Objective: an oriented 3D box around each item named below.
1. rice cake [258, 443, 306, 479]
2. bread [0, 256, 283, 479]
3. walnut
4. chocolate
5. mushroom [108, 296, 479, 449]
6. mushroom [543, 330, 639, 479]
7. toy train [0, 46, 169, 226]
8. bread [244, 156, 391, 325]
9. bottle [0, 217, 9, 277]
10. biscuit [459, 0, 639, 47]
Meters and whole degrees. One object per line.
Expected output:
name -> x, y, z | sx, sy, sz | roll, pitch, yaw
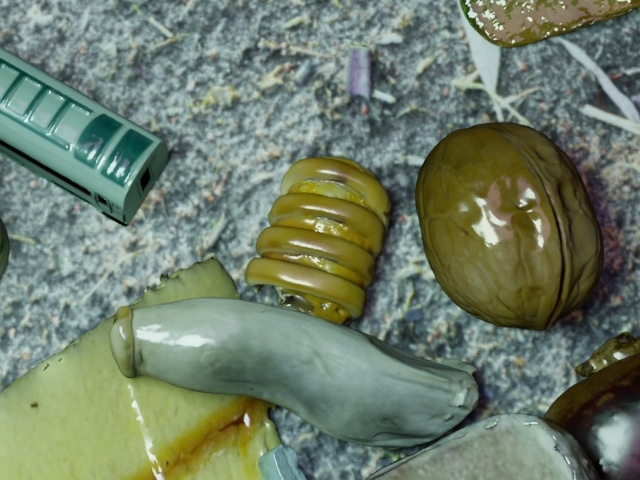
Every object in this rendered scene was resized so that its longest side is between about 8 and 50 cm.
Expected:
rice cake -> -0.009, 0.272, 1.602 | 0.030, 0.042, 0.180 | -12, 74, -37
bread -> -0.171, 0.243, 1.552 | 0.405, 0.242, 0.345 | -35, 82, -5
walnut -> 0.175, -0.013, 1.647 | 0.167, 0.167, 0.207 | -21, 79, -6
chocolate -> 0.135, 0.265, 1.548 | 0.303, 0.100, 0.185 | -31, 77, 36
mushroom -> -0.022, 0.114, 1.606 | 0.351, 0.109, 0.097 | 15, 42, -16
mushroom -> 0.330, 0.203, 1.592 | 0.297, 0.163, 0.278 | -27, 77, 1
toy train -> -0.342, -0.156, 1.710 | 0.407, 0.088, 0.086 | 29, 78, 7
bread -> 0.000, 0.000, 1.681 | 0.119, 0.084, 0.177 | 17, 72, 3
bottle -> -0.357, -0.019, 1.589 | 0.120, 0.253, 0.120 | 0, 76, -2
biscuit -> 0.259, -0.273, 1.763 | 0.247, 0.029, 0.118 | -17, 89, 5
